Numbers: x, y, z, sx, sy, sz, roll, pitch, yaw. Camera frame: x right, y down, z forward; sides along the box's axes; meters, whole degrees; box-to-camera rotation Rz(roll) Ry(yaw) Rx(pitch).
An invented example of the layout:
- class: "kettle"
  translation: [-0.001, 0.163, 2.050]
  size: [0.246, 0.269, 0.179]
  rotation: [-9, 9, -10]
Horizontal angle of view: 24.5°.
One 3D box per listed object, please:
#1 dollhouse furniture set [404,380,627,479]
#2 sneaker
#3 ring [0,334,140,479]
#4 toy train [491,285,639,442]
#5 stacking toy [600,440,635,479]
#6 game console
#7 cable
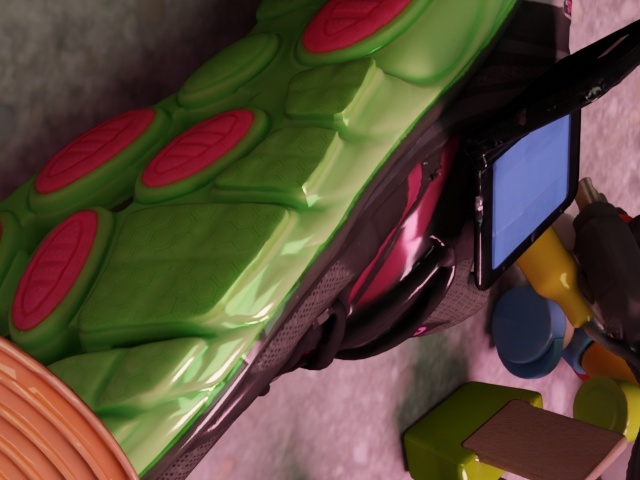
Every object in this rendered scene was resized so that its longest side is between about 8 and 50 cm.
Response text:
- class: "dollhouse furniture set"
  translation: [0.123, 0.274, 0.950]
  size: [0.197, 0.151, 0.302]
  rotation: [-33, 124, -41]
- class: "sneaker"
  translation: [0.000, 0.000, 0.703]
  size: [0.483, 0.185, 0.202]
  rotation: [-46, 128, -31]
- class: "ring"
  translation: [-0.215, 0.154, 0.502]
  size: [0.336, 0.032, 0.337]
  rotation: [-8, 116, -18]
- class: "toy train"
  translation: [0.228, 0.116, 0.975]
  size: [0.143, 0.248, 0.105]
  rotation: [2, 128, -41]
- class: "stacking toy"
  translation: [0.350, 0.306, 1.164]
  size: [0.350, 0.350, 0.480]
  rotation: [-40, 113, -37]
- class: "game console"
  translation: [0.122, -0.045, 0.689]
  size: [0.071, 0.107, 0.122]
  rotation: [59, 40, -7]
- class: "cable"
  translation: [0.203, 0.075, 0.929]
  size: [0.139, 0.072, 0.287]
  rotation: [3, 58, -31]
